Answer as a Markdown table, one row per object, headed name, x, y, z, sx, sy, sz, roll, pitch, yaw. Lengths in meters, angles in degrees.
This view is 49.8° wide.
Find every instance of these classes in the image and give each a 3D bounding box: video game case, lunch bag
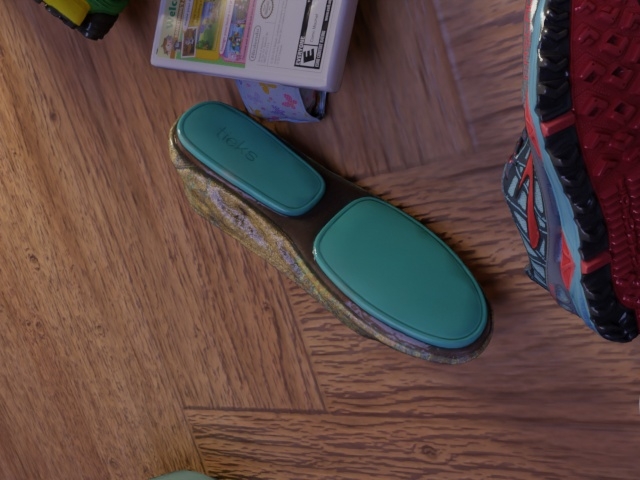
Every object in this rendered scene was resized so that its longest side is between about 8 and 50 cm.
| name | x | y | z | sx | sy | sz | roll | pitch | yaw |
| --- | --- | --- | --- | --- | --- | --- | --- | --- | --- |
| video game case | -0.048 | -0.238 | 0.565 | 0.193 | 0.023 | 0.212 | 15 | 98 | 30 |
| lunch bag | -0.036 | -0.145 | 0.620 | 0.071 | 0.053 | 0.083 | 9 | 135 | 33 |

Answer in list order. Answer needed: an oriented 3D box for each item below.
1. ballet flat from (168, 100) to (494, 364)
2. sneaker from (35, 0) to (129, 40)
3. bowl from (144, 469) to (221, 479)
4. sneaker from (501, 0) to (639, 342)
| name | x | y | z | sx | sy | sz | roll | pitch | yaw |
| --- | --- | --- | --- | --- | --- | --- | --- | --- | --- |
| ballet flat | 0.000 | 0.000 | 0.632 | 0.349 | 0.123 | 0.123 | 37 | 127 | 17 |
| sneaker | -0.294 | -0.337 | 0.594 | 0.146 | 0.344 | 0.134 | -49 | 42 | 8 |
| bowl | -0.174 | 0.428 | 0.898 | 0.312 | 0.163 | 0.311 | 15 | 117 | 30 |
| sneaker | 0.160 | -0.057 | 0.468 | 0.125 | 0.104 | 0.261 | 35 | 143 | 60 |
